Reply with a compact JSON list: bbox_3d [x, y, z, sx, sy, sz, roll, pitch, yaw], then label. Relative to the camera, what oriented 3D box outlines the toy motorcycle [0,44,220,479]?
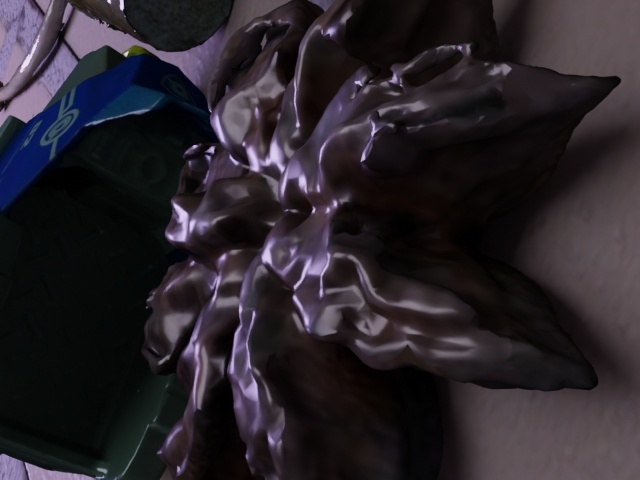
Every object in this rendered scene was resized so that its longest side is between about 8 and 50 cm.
[{"bbox_3d":[-0.153,-0.007,0.648,0.200,0.191,0.326,-9,57,51],"label":"toy motorcycle"}]

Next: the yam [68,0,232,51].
[{"bbox_3d":[-0.160,-0.226,0.796,0.259,0.106,0.106,35,107,53],"label":"yam"}]

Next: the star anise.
[{"bbox_3d":[0.000,0.002,0.458,0.332,0.118,0.331,-35,48,51],"label":"star anise"}]

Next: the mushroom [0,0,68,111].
[{"bbox_3d":[-0.334,-0.227,1.111,0.306,0.043,0.068,-33,76,44],"label":"mushroom"}]
